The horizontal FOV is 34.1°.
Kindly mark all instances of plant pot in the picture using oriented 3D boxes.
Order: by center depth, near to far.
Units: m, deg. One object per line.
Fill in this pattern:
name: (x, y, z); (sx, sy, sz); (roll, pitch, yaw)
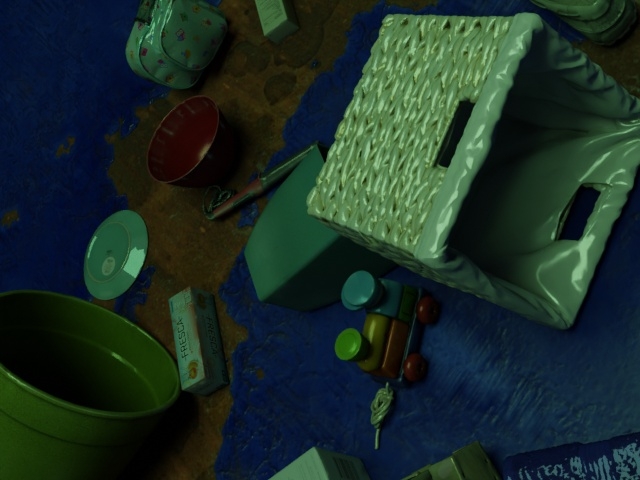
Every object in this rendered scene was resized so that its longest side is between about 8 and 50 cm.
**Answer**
plant pot: (0.000, 0.000, 1.648); (0.234, 0.165, 0.165); (-42, 51, 30)
plant pot: (-0.476, 0.332, 1.815); (0.366, 0.366, 0.353); (43, 114, 42)

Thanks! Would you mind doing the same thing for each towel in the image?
towel: (0.380, 0.346, 1.250); (0.308, 0.076, 0.228); (-20, 68, 33)

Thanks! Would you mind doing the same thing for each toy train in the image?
toy train: (0.075, 0.172, 1.519); (0.105, 0.143, 0.248); (4, 76, 41)

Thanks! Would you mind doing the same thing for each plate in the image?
plate: (-0.414, 0.026, 2.070); (0.188, 0.024, 0.188); (-16, 63, 34)

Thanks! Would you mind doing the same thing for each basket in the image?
basket: (0.216, -0.096, 1.394); (0.266, 0.331, 0.328); (20, 86, 48)

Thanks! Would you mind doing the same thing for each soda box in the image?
soda box: (-0.213, 0.174, 1.815); (0.058, 0.063, 0.183); (-31, 55, 28)

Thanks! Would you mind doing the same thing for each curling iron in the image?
curling iron: (-0.110, -0.111, 1.861); (0.274, 0.035, 0.068); (-28, 57, 29)

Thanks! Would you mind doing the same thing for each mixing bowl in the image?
mixing bowl: (-0.222, -0.166, 1.927); (0.181, 0.098, 0.181); (-23, 52, 32)

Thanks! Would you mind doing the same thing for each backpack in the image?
backpack: (-0.283, -0.389, 2.028); (0.144, 0.166, 0.188); (32, 97, 52)

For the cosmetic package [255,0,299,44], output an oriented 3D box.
cosmetic package: (-0.083, -0.433, 1.963); (0.060, 0.041, 0.115); (-31, 56, 27)

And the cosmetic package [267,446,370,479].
cosmetic package: (-0.043, 0.405, 1.545); (0.231, 0.117, 0.085); (-42, 49, 21)

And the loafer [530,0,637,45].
loafer: (0.340, -0.405, 1.549); (0.112, 0.111, 0.319); (-51, 49, 12)

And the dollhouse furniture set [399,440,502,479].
dollhouse furniture set: (0.078, 0.447, 1.380); (0.303, 0.286, 0.198); (-37, 75, 40)
